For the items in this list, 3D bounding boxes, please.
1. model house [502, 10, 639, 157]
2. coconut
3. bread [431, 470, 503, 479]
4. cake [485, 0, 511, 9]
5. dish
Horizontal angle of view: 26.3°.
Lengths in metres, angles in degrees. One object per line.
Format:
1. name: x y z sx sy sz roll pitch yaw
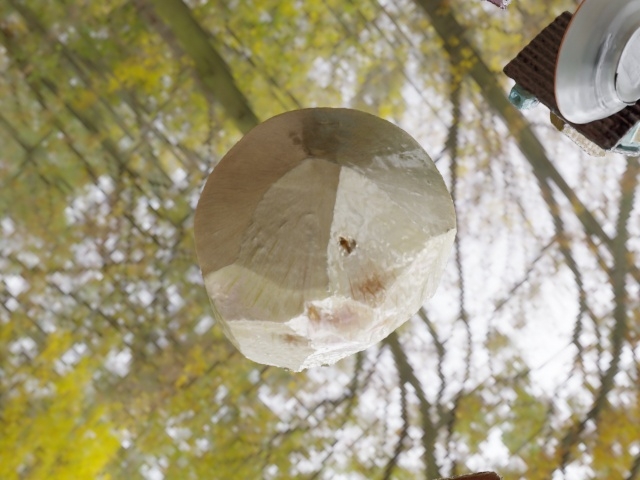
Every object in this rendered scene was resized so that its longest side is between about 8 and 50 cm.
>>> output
1. model house: 0.487 -0.242 2.465 0.249 0.280 0.230 -33 151 -28
2. coconut: 0.000 0.000 2.014 0.415 0.345 0.415 -49 162 -22
3. bread: 0.168 0.314 1.619 0.192 0.067 0.119 -17 -176 31
4. cake: 0.137 -0.390 1.660 0.113 0.116 0.295 -42 -123 -6
5. dish: 0.490 -0.299 2.213 0.085 0.260 0.260 28 -111 36
